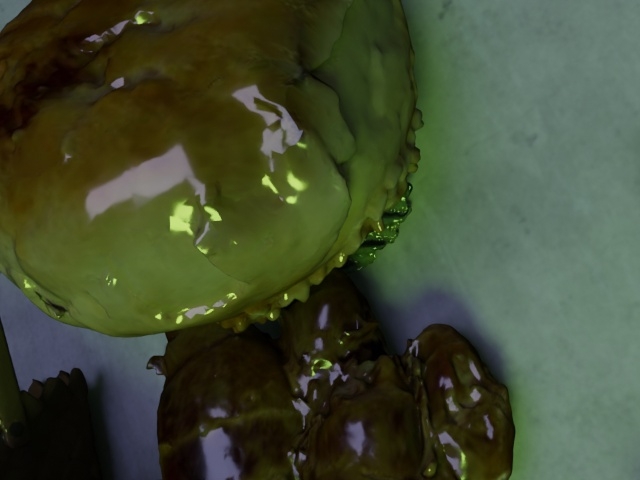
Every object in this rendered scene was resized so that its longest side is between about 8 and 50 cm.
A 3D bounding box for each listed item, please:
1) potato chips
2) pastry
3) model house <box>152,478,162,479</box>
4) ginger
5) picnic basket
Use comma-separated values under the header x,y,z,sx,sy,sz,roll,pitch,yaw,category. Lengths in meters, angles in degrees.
x,y,z,sx,sy,sz,roll,pitch,yaw,category
0.000,0.000,0.807,0.207,0.028,0.092,-10,81,31,potato chips
-0.099,-0.102,0.716,0.409,0.245,0.409,-14,51,18,pastry
-0.182,0.327,0.786,0.160,0.196,0.254,36,102,28,model house
-0.005,0.170,0.719,0.357,0.152,0.274,26,98,28,ginger
-0.392,0.193,0.866,0.254,0.291,0.321,-19,88,29,picnic basket
